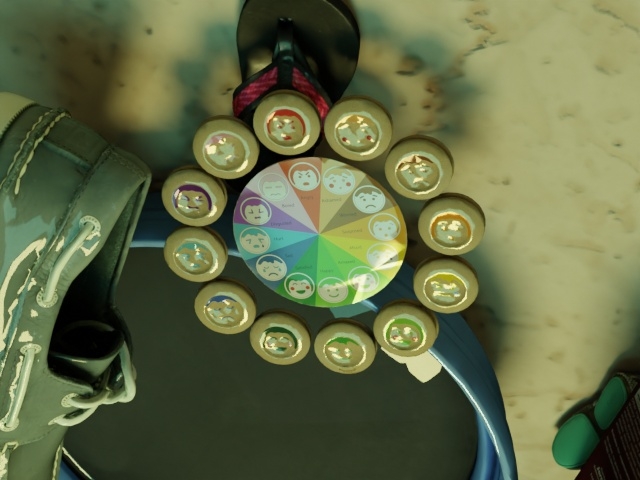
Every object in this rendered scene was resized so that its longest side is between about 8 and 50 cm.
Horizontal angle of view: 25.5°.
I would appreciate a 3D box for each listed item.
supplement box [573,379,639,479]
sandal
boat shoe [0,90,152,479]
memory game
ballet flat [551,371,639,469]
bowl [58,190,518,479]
[{"bbox_3d":[0.257,0.147,0.935,0.130,0.073,0.239,-2,142,-16],"label":"supplement box"},{"bbox_3d":[-0.020,-0.072,0.787,0.067,0.040,0.179,12,141,-2],"label":"sandal"},{"bbox_3d":[-0.157,0.070,0.814,0.099,0.116,0.319,16,124,8],"label":"boat shoe"},{"bbox_3d":[0.000,0.000,0.786,0.186,0.012,0.186,5,123,9],"label":"memory game"},{"bbox_3d":[0.202,0.128,0.986,0.041,0.041,0.114,18,142,-9],"label":"ballet flat"},{"bbox_3d":[-0.059,0.133,0.959,0.391,0.077,0.391,8,129,10],"label":"bowl"}]
